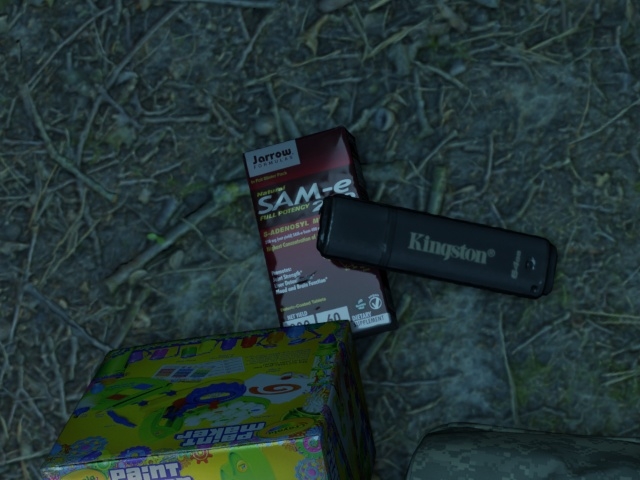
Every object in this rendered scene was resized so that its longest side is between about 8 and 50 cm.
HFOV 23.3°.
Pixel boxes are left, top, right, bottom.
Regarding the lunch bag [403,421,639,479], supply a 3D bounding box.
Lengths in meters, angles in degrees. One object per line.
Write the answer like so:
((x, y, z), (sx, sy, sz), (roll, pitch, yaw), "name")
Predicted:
((0.226, 0.301, 1.632), (0.305, 0.256, 0.212), (5, 83, 12), "lunch bag")

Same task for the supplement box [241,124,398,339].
((0.000, 0.000, 1.812), (0.130, 0.073, 0.239), (-15, 79, 8), "supplement box")

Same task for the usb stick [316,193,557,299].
((0.131, 0.008, 1.755), (0.278, 0.045, 0.077), (12, 74, -9), "usb stick")

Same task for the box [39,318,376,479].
((-0.107, 0.234, 1.668), (0.290, 0.279, 0.177), (-8, 110, 11), "box")
